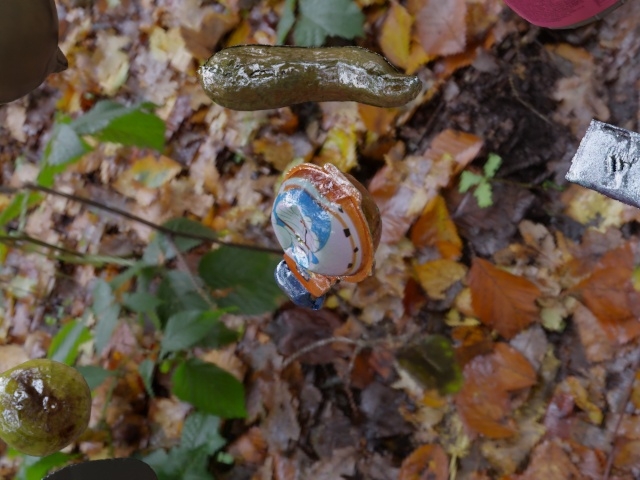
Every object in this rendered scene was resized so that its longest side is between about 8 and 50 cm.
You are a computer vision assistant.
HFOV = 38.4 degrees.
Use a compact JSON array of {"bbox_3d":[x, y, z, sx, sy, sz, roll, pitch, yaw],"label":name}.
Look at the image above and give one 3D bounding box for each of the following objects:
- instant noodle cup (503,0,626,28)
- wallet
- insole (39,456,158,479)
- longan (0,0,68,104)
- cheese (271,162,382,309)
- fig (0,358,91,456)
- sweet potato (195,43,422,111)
[{"bbox_3d":[0.253,-0.347,0.994,0.302,0.181,0.258,-57,38,0],"label":"instant noodle cup"},{"bbox_3d":[0.482,-0.120,1.471,0.166,0.030,0.111,31,100,44],"label":"wallet"},{"bbox_3d":[-0.374,0.378,1.204,0.009,0.348,0.119,-15,95,61],"label":"insole"},{"bbox_3d":[-0.184,-0.117,0.489,0.092,0.113,0.113,-57,40,5],"label":"longan"},{"bbox_3d":[0.000,0.000,1.475,0.217,0.129,0.329,49,147,17],"label":"cheese"},{"bbox_3d":[-0.402,0.235,1.308,0.152,0.121,0.136,16,78,6],"label":"fig"},{"bbox_3d":[-0.010,-0.162,0.926,0.233,0.062,0.081,4,39,14],"label":"sweet potato"}]
